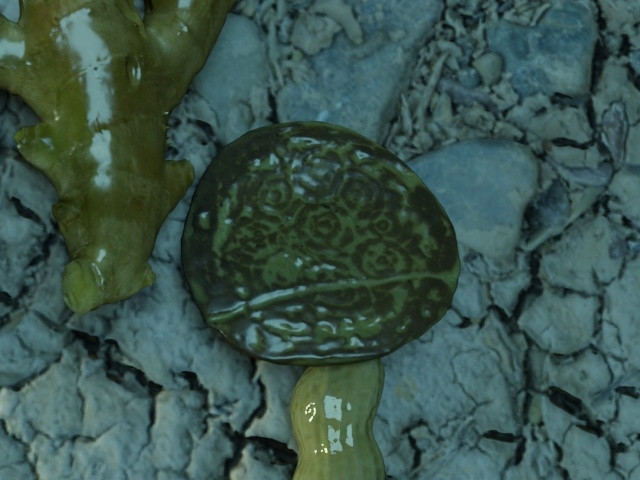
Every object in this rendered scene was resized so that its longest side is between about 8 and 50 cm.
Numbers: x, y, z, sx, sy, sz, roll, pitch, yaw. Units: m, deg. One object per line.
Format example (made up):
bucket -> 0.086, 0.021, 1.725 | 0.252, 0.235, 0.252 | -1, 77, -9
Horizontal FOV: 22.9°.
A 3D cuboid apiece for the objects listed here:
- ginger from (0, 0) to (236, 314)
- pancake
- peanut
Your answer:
ginger -> -0.173, -0.147, 1.357 | 0.363, 0.122, 0.348 | -31, 95, -29
pancake -> 0.000, 0.000, 1.374 | 0.250, 0.031, 0.250 | 5, 60, -8
peanut -> 0.015, 0.164, 1.342 | 0.082, 0.082, 0.187 | 4, 74, -14
